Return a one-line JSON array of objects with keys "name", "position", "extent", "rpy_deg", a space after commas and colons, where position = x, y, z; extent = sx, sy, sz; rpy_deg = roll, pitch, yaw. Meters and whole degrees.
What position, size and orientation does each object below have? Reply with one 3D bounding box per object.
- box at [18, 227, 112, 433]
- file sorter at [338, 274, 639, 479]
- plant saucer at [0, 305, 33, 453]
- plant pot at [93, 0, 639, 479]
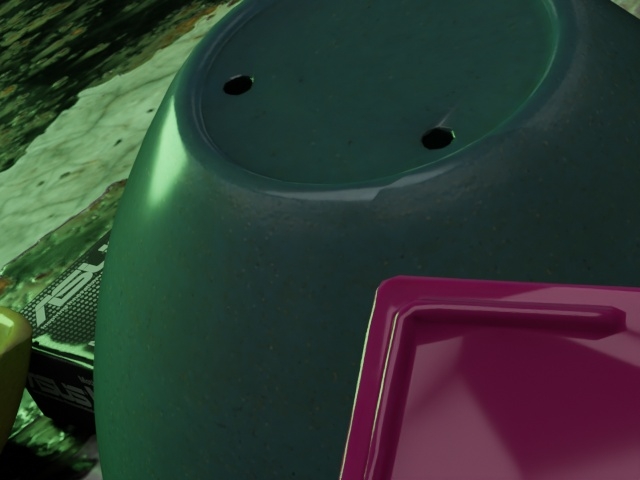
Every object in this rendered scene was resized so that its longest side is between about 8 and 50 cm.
[{"name": "box", "position": [0.000, 0.000, 0.900], "extent": [0.270, 0.060, 0.216], "rpy_deg": [-43, 33, -26]}, {"name": "file sorter", "position": [0.154, 0.139, 0.314], "extent": [0.290, 0.182, 0.202], "rpy_deg": [2, 67, 23]}, {"name": "plant saucer", "position": [-0.327, 0.146, 0.925], "extent": [0.333, 0.081, 0.332], "rpy_deg": [-43, 31, -26]}, {"name": "plant pot", "position": [0.041, 0.012, 0.639], "extent": [0.290, 0.195, 0.290], "rpy_deg": [-11, 41, 9]}]
